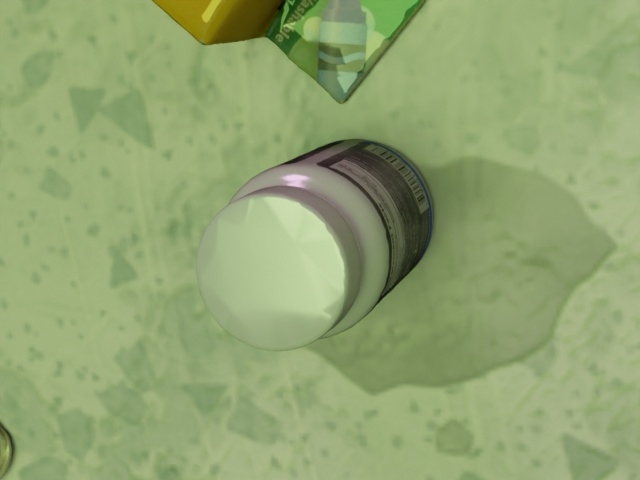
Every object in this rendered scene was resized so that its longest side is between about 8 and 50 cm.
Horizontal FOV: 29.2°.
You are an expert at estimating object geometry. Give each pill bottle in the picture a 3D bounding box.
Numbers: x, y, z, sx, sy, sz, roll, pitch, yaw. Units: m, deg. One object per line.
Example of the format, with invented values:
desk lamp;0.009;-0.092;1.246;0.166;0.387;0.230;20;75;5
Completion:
pill bottle;0.000;0.000;0.552;0.078;0.137;0.078;4;103;17

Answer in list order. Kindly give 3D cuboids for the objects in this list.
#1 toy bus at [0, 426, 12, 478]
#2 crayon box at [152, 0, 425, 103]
toy bus;-0.314;0.140;0.699;0.191;0.104;0.202;41;109;6
crayon box;-0.061;-0.236;0.551;0.323;0.083;0.203;41;110;5
